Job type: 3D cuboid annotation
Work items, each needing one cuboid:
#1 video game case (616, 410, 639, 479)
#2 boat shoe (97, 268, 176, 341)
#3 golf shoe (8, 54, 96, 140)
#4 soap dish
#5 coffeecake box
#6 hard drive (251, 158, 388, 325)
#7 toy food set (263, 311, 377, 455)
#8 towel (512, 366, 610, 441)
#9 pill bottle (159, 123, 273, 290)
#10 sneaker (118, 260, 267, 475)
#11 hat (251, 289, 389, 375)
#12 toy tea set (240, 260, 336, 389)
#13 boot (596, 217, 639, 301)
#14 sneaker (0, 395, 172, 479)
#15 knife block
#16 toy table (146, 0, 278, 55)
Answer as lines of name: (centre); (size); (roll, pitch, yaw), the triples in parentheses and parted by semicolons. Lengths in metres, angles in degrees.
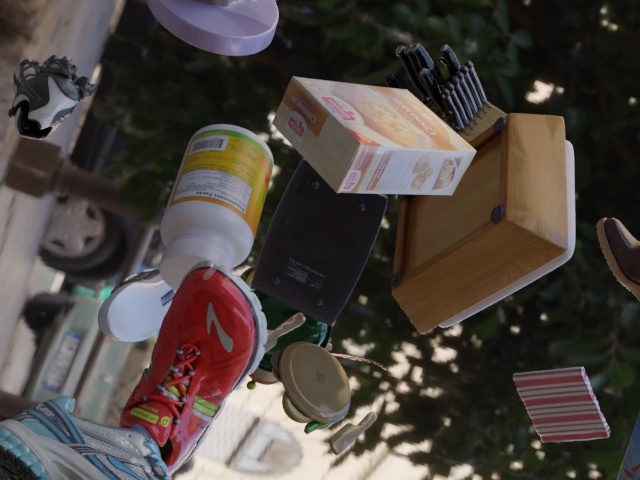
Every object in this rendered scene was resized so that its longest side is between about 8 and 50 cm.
video game case: (0.456, 0.325, 1.270); (0.023, 0.212, 0.193); (-11, 119, -51)
boat shoe: (-0.346, 0.113, 1.999); (0.301, 0.102, 0.108); (-40, 122, -62)
golf shoe: (-0.345, -0.166, 1.273); (0.094, 0.077, 0.198); (-55, -158, -17)
soap dish: (0.218, -0.028, 1.476); (0.291, 0.118, 0.228); (-37, -145, 45)
coffeecake box: (0.062, -0.118, 1.222); (0.142, 0.186, 0.068); (49, -55, 36)
hard drive: (0.000, 0.000, 1.766); (0.254, 0.172, 0.054); (-67, 173, 25)
toy food set: (-0.014, 0.197, 1.449); (0.038, 0.192, 0.132); (-40, 172, 36)
towel: (0.475, 0.322, 2.088); (0.144, 0.197, 0.029); (-11, -147, 29)
pill bottle: (-0.158, -0.042, 1.568); (0.136, 0.136, 0.245); (124, -17, -49)
sneaker: (-0.139, 0.150, 1.060); (0.118, 0.107, 0.279); (-46, 161, -59)
hat: (-0.024, 0.160, 1.832); (0.183, 0.209, 0.173); (-161, -122, -69)
toy tea set: (-0.064, 0.142, 2.126); (0.124, 0.200, 0.336); (168, -82, -75)
boot: (0.583, 0.027, 1.690); (0.207, 0.248, 0.090); (-36, 178, 31)
sneaker: (-0.166, 0.221, 0.934); (0.122, 0.283, 0.110); (-41, 153, -47)
knife block: (0.196, -0.181, 1.708); (0.088, 0.242, 0.275); (-48, 166, -27)
toy table: (-0.127, -0.375, 1.394); (0.274, 0.252, 0.160); (56, -42, 46)
